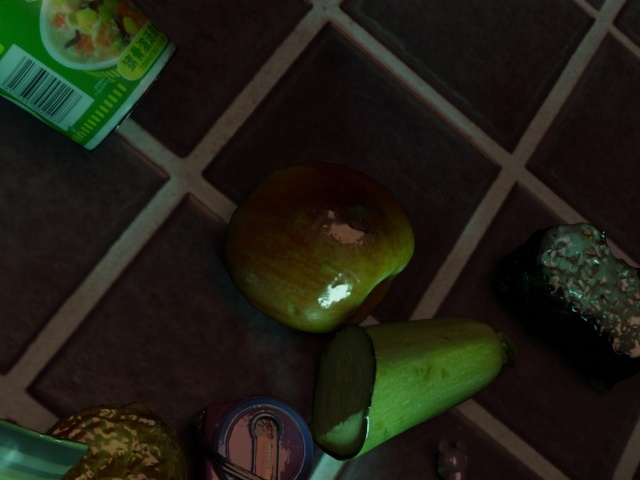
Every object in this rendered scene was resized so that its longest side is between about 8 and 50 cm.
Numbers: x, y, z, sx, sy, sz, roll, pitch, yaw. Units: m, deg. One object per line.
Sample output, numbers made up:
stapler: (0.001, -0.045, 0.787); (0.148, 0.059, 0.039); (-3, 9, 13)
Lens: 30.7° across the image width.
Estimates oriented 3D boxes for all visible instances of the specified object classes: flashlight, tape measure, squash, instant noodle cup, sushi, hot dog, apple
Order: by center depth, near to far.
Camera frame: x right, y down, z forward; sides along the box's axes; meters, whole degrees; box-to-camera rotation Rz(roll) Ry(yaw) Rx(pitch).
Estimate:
hot dog: (-0.194, 0.278, 1.047); (0.175, 0.114, 0.259); (10, 56, -17)
tape measure: (-0.071, 0.212, 1.153); (0.125, 0.074, 0.118); (8, 70, -17)
instant noodle cup: (-0.274, -0.214, 1.162); (0.233, 0.207, 0.207); (40, 58, -14)
apple: (0.000, 0.000, 1.236); (0.173, 0.160, 0.195); (38, 50, 18)
squash: (0.117, 0.124, 1.251); (0.287, 0.137, 0.137); (-18, 79, -33)
flashlight: (0.144, 0.270, 1.258); (0.052, 0.031, 0.110); (14, 66, -48)
sushi: (0.315, 0.065, 1.371); (0.212, 0.115, 0.147); (36, 63, -10)

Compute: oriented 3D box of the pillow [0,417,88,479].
pillow: (-0.323, 0.212, 0.931); (0.212, 0.208, 0.052); (-46, 54, 5)
